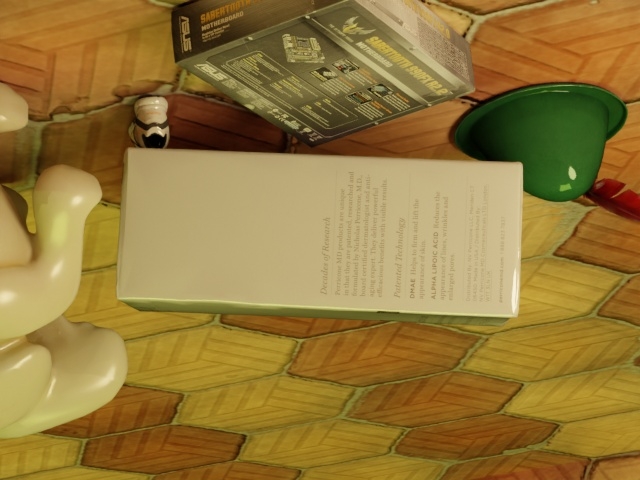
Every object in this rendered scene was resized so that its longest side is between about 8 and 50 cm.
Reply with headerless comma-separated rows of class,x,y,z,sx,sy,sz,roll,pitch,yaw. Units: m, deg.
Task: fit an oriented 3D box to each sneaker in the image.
sneaker,-0.167,-0.100,1.778,0.040,0.044,0.109,-5,160,-5

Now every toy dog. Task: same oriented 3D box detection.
toy dog,-0.394,0.008,1.646,0.395,0.284,0.408,-24,154,-10

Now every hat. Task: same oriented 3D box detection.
hat,0.239,-0.043,1.822,0.173,0.183,0.208,8,154,-29

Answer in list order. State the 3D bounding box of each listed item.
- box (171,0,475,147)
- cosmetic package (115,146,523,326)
box,0.005,-0.169,1.631,0.183,0.056,0.231,-18,155,27
cosmetic package,0.000,0.000,1.796,0.385,0.156,0.217,1,174,3
